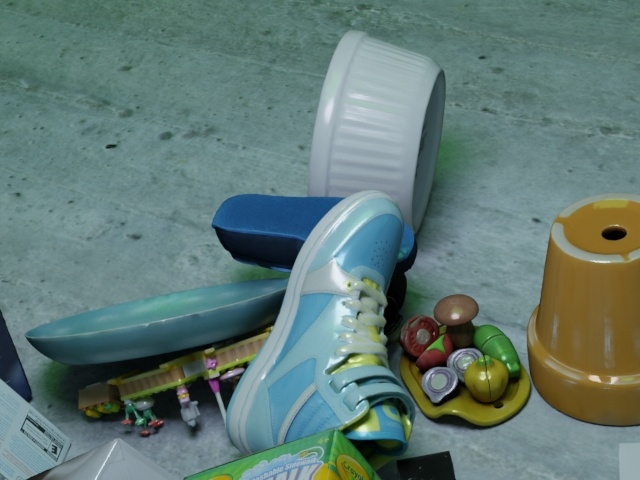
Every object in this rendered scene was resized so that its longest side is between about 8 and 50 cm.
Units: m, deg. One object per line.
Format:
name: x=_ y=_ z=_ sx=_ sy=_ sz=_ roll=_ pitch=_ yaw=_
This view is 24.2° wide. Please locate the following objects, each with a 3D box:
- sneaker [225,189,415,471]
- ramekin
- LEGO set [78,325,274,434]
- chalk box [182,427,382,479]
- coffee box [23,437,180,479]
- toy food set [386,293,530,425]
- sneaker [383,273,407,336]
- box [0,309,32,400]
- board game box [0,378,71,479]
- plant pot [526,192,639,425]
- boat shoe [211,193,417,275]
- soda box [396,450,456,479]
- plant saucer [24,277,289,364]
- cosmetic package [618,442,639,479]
sneaker: x=0.047 y=0.113 z=1.554 sx=0.208 sy=0.127 sz=0.319 roll=24 pitch=89 yaw=49
ramekin: x=0.076 y=-0.121 z=1.882 sx=0.127 sy=0.272 sz=0.273 roll=11 pitch=39 yaw=10
LEGO set: x=-0.131 y=0.177 z=1.684 sx=0.287 sy=0.107 sz=0.132 roll=-19 pitch=0 yaw=-1
chalk box: x=-0.024 y=0.298 z=1.329 sx=0.180 sy=0.179 sz=0.289 roll=-23 pitch=30 yaw=24
coffee box: x=-0.234 y=0.297 z=1.295 sx=0.297 sy=0.119 sz=0.168 roll=-28 pitch=29 yaw=51
toy food set: x=0.148 y=0.117 z=1.671 sx=0.128 sy=0.071 sz=0.218 roll=-19 pitch=34 yaw=-10
sneaker: x=0.070 y=0.083 z=1.731 sx=0.170 sy=0.051 sz=0.089 roll=-50 pitch=10 yaw=-35
box: x=-0.547 y=0.056 z=1.691 sx=0.293 sy=0.395 sz=0.212 roll=-29 pitch=37 yaw=-23
board game box: x=-0.397 y=0.257 z=1.496 sx=0.097 sy=0.224 sz=0.303 roll=-33 pitch=24 yaw=30
plant pot: x=0.316 y=0.060 z=1.596 sx=0.205 sy=0.188 sz=0.205 roll=-9 pitch=34 yaw=6
boat shoe: x=0.000 y=0.000 z=1.777 sx=0.258 sy=0.089 sz=0.109 roll=15 pitch=52 yaw=28
soda box: x=0.114 y=0.284 z=1.458 sx=0.060 sy=0.053 sz=0.169 roll=-10 pitch=35 yaw=2
plant saucer: x=-0.180 y=0.095 z=1.726 sx=0.318 sy=0.043 sz=0.317 roll=-11 pitch=3 yaw=1
cosmetic package: x=0.403 y=0.238 z=1.395 sx=0.239 sy=0.099 sz=0.060 roll=-5 pitch=37 yaw=12
